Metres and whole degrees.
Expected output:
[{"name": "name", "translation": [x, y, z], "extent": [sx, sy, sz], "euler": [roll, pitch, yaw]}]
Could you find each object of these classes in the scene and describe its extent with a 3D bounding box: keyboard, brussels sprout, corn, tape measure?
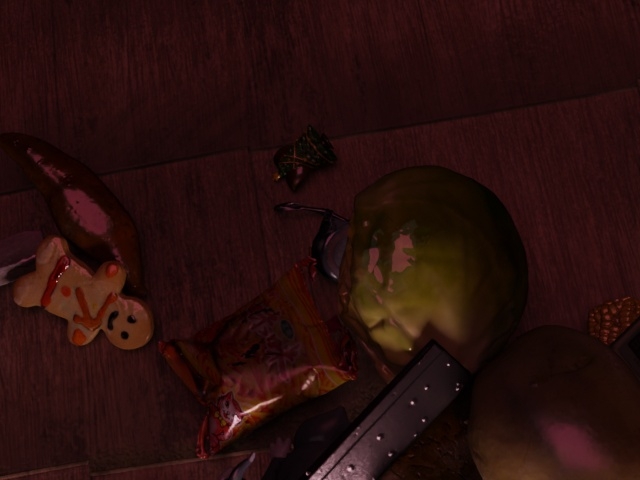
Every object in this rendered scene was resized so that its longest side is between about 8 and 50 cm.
[{"name": "keyboard", "translation": [0.074, 0.270, 1.636], "extent": [0.310, 0.101, 0.018], "euler": [-47, 29, 2]}, {"name": "brussels sprout", "translation": [0.149, 0.057, 1.758], "extent": [0.268, 0.344, 0.344], "euler": [8, 60, 56]}, {"name": "corn", "translation": [0.440, 0.220, 1.758], "extent": [0.101, 0.101, 0.292], "euler": [4, 66, 7]}, {"name": "tape measure", "translation": [0.003, 0.001, 1.935], "extent": [0.180, 0.104, 0.107], "euler": [19, 93, 48]}]

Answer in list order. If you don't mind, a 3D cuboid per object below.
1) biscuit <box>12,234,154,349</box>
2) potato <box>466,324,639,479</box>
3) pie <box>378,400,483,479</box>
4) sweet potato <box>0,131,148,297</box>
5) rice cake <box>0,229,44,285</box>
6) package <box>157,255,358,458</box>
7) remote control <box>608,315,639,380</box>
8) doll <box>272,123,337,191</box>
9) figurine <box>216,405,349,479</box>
[{"name": "biscuit", "translation": [-0.367, 0.093, 1.899], "extent": [0.234, 0.030, 0.153], "euler": [33, 104, 6]}, {"name": "potato", "translation": [0.329, 0.267, 1.601], "extent": [0.243, 0.221, 0.326], "euler": [-7, 54, -24]}, {"name": "pie", "translation": [0.234, 0.371, 1.680], "extent": [0.371, 0.078, 0.296], "euler": [24, 44, 11]}, {"name": "sweet potato", "translation": [-0.385, -0.051, 1.955], "extent": [0.112, 0.112, 0.359], "euler": [-36, 79, -9]}, {"name": "rice cake", "translation": [-0.631, 0.071, 1.953], "extent": [0.399, 0.064, 0.070], "euler": [-17, 57, -2]}, {"name": "package", "translation": [-0.091, 0.177, 1.822], "extent": [0.288, 0.108, 0.223], "euler": [-27, 61, 3]}, {"name": "remote control", "translation": [0.527, 0.136, 1.752], "extent": [0.285, 0.038, 0.123], "euler": [-33, 85, -33]}, {"name": "doll", "translation": [-0.034, -0.140, 1.973], "extent": [0.113, 0.077, 0.078], "euler": [-28, 61, -6]}, {"name": "figurine", "translation": [-0.058, 0.350, 1.739], "extent": [0.265, 0.140, 0.193], "euler": [1, 47, -15]}]
